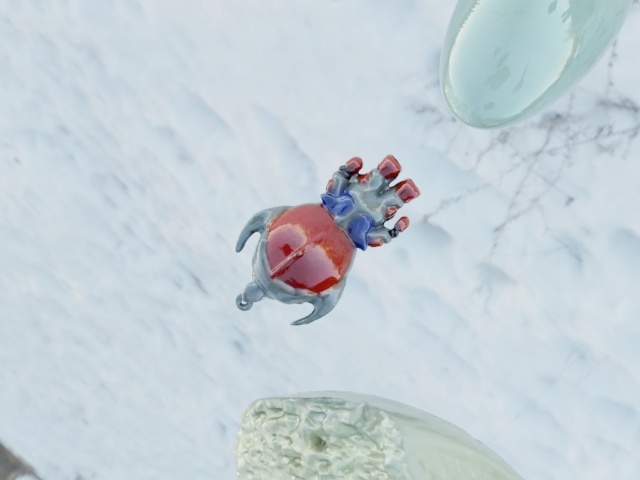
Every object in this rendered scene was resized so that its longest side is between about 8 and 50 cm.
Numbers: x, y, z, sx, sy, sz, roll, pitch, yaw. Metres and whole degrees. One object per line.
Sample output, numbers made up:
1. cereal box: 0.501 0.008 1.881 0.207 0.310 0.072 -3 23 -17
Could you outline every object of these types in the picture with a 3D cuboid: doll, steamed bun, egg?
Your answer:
1. doll: -0.001 -0.001 0.965 0.104 0.195 0.062 49 -171 -15
2. steamed bun: 0.054 0.245 0.973 0.290 0.273 0.272 12 115 55
3. egg: 0.314 -0.325 1.594 0.230 0.371 0.230 33 -178 -1
